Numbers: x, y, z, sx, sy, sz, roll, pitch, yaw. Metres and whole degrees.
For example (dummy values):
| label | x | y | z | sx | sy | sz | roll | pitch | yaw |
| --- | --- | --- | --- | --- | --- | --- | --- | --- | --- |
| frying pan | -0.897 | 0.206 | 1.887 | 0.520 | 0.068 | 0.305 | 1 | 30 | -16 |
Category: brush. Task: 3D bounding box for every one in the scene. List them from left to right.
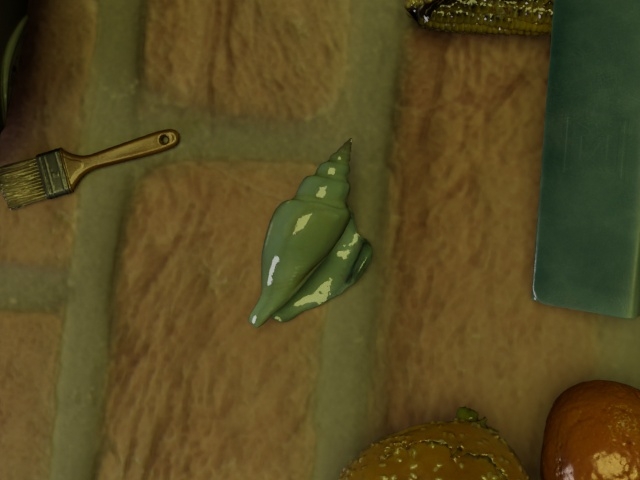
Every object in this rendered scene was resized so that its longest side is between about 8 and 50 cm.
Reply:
| label | x | y | z | sx | sy | sz | roll | pitch | yaw |
| --- | --- | --- | --- | --- | --- | --- | --- | --- | --- |
| brush | -0.207 | -0.070 | 0.974 | 0.170 | 0.014 | 0.043 | -16 | 86 | 5 |

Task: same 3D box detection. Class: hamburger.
| label | x | y | z | sx | sy | sz | roll | pitch | yaw |
| --- | --- | --- | --- | --- | --- | --- | --- | --- | --- |
| hamburger | 0.081 | 0.233 | 0.851 | 0.191 | 0.118 | 0.182 | -16 | 65 | 7 |

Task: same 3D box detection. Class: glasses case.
| label | x | y | z | sx | sy | sz | roll | pitch | yaw |
| --- | --- | --- | --- | --- | --- | --- | --- | --- | --- |
| glasses case | 0.230 | -0.074 | 0.862 | 0.105 | 0.056 | 0.266 | 3 | 102 | 7 |

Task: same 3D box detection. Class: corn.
| label | x | y | z | sx | sy | sz | roll | pitch | yaw |
| --- | --- | --- | --- | --- | --- | --- | --- | --- | --- |
| corn | 0.170 | -0.206 | 0.907 | 0.203 | 0.072 | 0.072 | 3 | 87 | 8 |

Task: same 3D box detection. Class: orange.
| label | x | y | z | sx | sy | sz | roll | pitch | yaw |
| --- | --- | --- | --- | --- | --- | --- | --- | --- | --- |
| orange | 0.230 | 0.177 | 0.840 | 0.117 | 0.135 | 0.135 | 11 | 88 | 20 |

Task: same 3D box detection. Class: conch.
| label | x | y | z | sx | sy | sz | roll | pitch | yaw |
| --- | --- | --- | --- | --- | --- | --- | --- | --- | --- |
| conch | -0.005 | -0.003 | 0.926 | 0.065 | 0.088 | 0.180 | 32 | 100 | 51 |

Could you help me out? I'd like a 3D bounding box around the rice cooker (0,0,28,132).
| label | x | y | z | sx | sy | sz | roll | pitch | yaw |
| --- | --- | --- | --- | --- | --- | --- | --- | --- | --- |
| rice cooker | -0.377 | -0.204 | 0.879 | 0.288 | 0.288 | 0.277 | 10 | 86 | 8 |
